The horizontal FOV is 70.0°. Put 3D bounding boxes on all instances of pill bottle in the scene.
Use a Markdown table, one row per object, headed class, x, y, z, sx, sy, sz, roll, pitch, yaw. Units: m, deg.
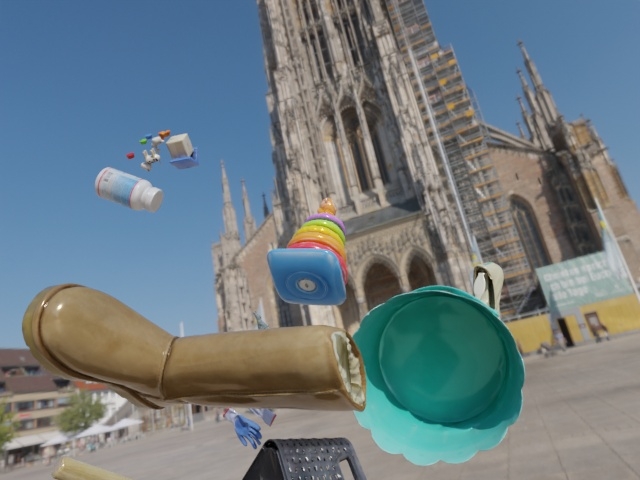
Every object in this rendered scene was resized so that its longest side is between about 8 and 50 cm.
| class | x | y | z | sx | sy | sz | roll | pitch | yaw |
| --- | --- | --- | --- | --- | --- | --- | --- | --- | --- |
| pill bottle | -0.514 | -0.133 | 1.234 | 0.160 | 0.087 | 0.087 | 20 | -18 | 5 |

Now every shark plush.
| class | x | y | z | sx | sy | sz | roll | pitch | yaw |
| --- | --- | --- | --- | --- | --- | --- | --- | --- | --- |
| shark plush | -0.208 | 0.344 | 1.755 | 0.073 | 0.161 | 0.067 | -15 | -2 | -11 |

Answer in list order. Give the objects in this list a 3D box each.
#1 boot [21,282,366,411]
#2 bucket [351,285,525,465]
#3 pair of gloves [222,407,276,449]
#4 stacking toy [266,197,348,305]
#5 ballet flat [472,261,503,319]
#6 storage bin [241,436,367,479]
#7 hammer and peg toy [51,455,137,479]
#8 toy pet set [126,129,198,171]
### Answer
| class | x | y | z | sx | sy | sz | roll | pitch | yaw |
| --- | --- | --- | --- | --- | --- | --- | --- | --- | --- |
| boot | -0.109 | 0.109 | 0.464 | 0.270 | 0.089 | 0.236 | -6 | -35 | 19 |
| bucket | 0.192 | 0.212 | 0.775 | 0.281 | 0.281 | 0.183 | -17 | -11 | 17 |
| pair of gloves | -0.220 | 0.539 | 1.408 | 0.023 | 0.159 | 0.198 | -13 | -45 | -61 |
| stacking toy | 0.000 | 0.000 | 1.096 | 0.166 | 0.301 | 0.175 | 0 | -49 | 15 |
| ballet flat | 0.421 | 0.178 | 1.184 | 0.086 | 0.248 | 0.086 | 5 | -6 | 1 |
| storage bin | -0.028 | 0.282 | 0.420 | 0.084 | 0.122 | 0.180 | 12 | -62 | -30 |
| hammer and peg toy | -0.237 | 0.400 | 0.443 | 0.127 | 0.361 | 0.266 | -31 | -66 | 33 |
| toy pet set | -0.308 | -0.174 | 0.923 | 0.114 | 0.122 | 0.065 | -9 | -58 | 8 |
